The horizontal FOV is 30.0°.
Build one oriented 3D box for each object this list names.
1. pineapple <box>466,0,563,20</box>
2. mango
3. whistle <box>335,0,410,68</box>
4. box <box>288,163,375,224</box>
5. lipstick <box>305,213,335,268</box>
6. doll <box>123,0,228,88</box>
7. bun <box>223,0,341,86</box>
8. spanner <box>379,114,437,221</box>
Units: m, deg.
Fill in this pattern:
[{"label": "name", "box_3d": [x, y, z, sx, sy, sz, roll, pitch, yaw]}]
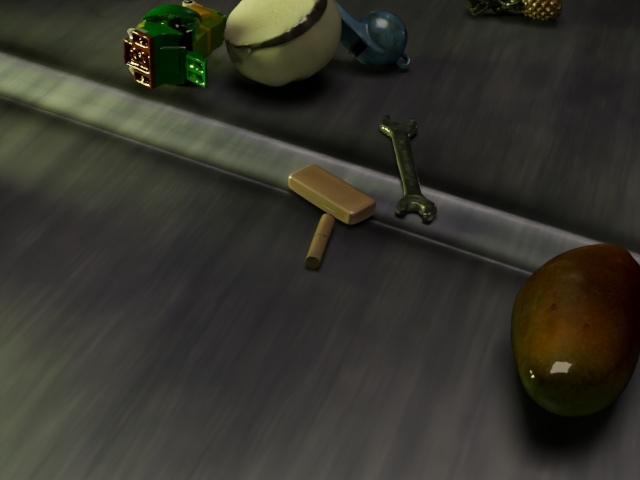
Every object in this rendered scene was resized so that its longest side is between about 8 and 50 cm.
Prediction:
[{"label": "pineapple", "box_3d": [0.319, -0.400, 1.972, 0.159, 0.074, 0.074, 2, 34, 2]}, {"label": "mango", "box_3d": [0.257, 0.089, 1.200, 0.133, 0.111, 0.267, 29, 37, 7]}, {"label": "whistle", "box_3d": [0.075, -0.315, 1.782, 0.158, 0.090, 0.090, 45, 39, -4]}, {"label": "box", "box_3d": [0.013, -0.056, 1.463, 0.048, 0.025, 0.115, -31, 47, -34]}, {"label": "lipstick", "box_3d": [0.000, 0.000, 1.383, 0.019, 0.019, 0.094, 10, 34, 8]}, {"label": "doll", "box_3d": [-0.197, -0.282, 1.697, 0.134, 0.106, 0.186, 7, 33, 11]}, {"label": "bun", "box_3d": [-0.047, -0.288, 1.712, 0.172, 0.120, 0.173, -15, 43, 15]}, {"label": "spanner", "box_3d": [0.112, -0.097, 1.544, 0.054, 0.015, 0.254, 2, 34, -5]}]
